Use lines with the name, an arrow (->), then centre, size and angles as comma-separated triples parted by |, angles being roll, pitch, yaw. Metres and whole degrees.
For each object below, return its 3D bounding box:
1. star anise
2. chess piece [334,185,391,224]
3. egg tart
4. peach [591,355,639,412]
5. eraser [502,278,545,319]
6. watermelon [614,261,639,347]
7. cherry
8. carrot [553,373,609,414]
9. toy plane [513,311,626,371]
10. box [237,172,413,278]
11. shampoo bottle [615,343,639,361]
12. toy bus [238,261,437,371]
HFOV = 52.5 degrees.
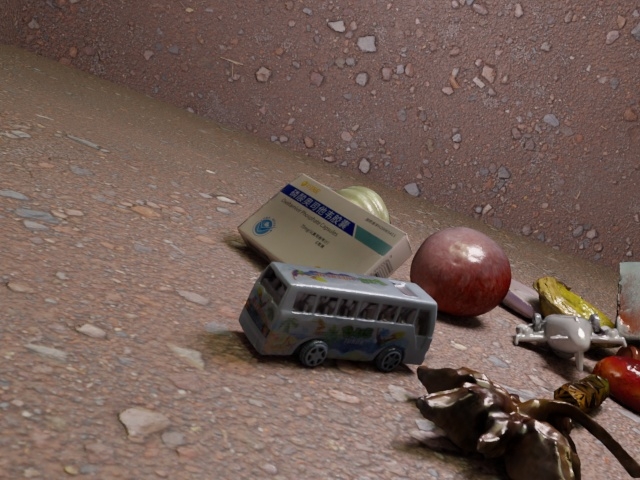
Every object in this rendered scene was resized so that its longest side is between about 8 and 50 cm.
star anise -> 0.288, 0.265, 0.930 | 0.350, 0.108, 0.292 | 29, 20, 25
chess piece -> 0.026, -0.037, 1.596 | 0.182, 0.182, 0.330 | 28, 20, 24
egg tart -> 0.674, 0.202, 1.731 | 0.279, 0.095, 0.279 | 31, 20, -13
peach -> 0.677, 0.303, 1.406 | 0.127, 0.092, 0.172 | 7, 22, -38
eraser -> 0.542, 0.152, 1.855 | 0.243, 0.059, 0.204 | 33, 18, 28
watermelon -> 0.843, 0.228, 1.607 | 0.214, 0.319, 0.289 | -20, 28, -21
cherry -> 0.323, 0.071, 1.525 | 0.239, 0.206, 0.239 | 32, 14, -9
carrot -> 0.501, 0.294, 1.235 | 0.069, 0.069, 0.229 | 31, 15, 34
toy plane -> 0.568, 0.225, 1.486 | 0.245, 0.117, 0.244 | -1, -2, 0
box -> 0.000, 0.000, 1.334 | 0.343, 0.200, 0.065 | 33, -20, 42
shampoo bottle -> 0.852, 0.329, 1.601 | 0.244, 0.085, 0.085 | 21, 13, -8
toy bus -> 0.043, 0.123, 1.037 | 0.330, 0.135, 0.109 | 11, 20, -35
